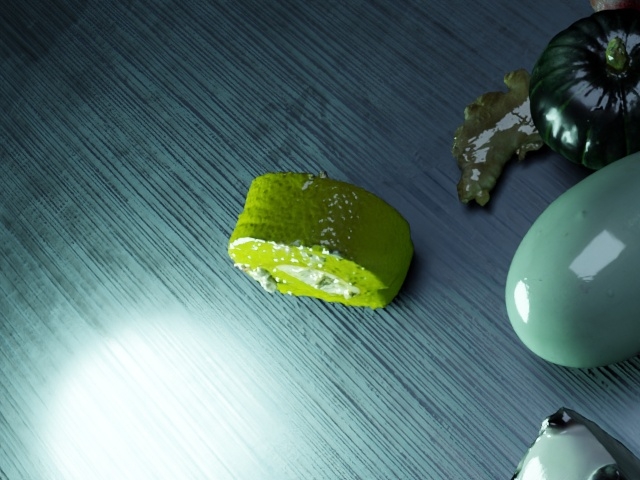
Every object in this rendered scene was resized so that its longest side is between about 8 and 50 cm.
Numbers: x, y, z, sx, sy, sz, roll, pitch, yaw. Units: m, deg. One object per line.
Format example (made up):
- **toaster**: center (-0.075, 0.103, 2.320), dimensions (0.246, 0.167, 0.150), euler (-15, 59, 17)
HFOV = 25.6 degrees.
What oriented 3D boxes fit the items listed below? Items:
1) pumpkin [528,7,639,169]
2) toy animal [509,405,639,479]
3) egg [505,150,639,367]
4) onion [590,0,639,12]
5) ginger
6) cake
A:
- **pumpkin**: center (0.412, -0.213, 1.948), dimensions (0.250, 0.216, 0.250), euler (-7, 64, 13)
- **toy animal**: center (0.278, 0.387, 1.697), dimensions (0.310, 0.251, 0.251), euler (-48, 55, 10)
- **egg**: center (0.404, 0.014, 1.829), dimensions (0.371, 0.230, 0.230), euler (-38, 55, -7)
- **onion**: center (0.456, -0.384, 2.036), dimensions (0.159, 0.195, 0.159), euler (-11, 67, 28)
- **ginger**: center (0.259, -0.154, 2.080), dimensions (0.213, 0.074, 0.137), euler (-46, 55, 3)
- **cake**: center (0.000, 0.000, 2.047), dimensions (0.260, 0.179, 0.156), euler (6, 68, 28)
